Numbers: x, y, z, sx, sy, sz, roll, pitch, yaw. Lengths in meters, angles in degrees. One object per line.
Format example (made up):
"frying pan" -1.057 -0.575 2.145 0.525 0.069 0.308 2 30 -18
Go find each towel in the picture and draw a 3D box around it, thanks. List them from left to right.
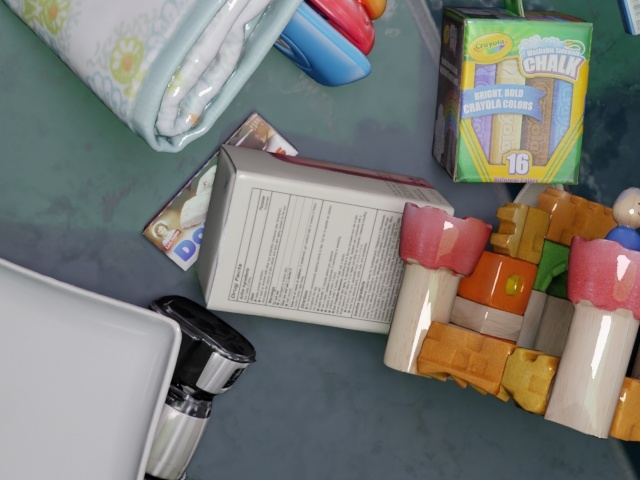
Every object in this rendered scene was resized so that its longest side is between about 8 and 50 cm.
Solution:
"towel" -0.119 -0.305 1.239 0.374 0.320 0.090 -52 140 8

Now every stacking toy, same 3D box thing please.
"stacking toy" 0.048 -0.315 1.329 0.166 0.175 0.302 40 87 -16

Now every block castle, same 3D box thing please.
"block castle" 0.307 0.075 1.284 0.453 0.303 0.212 15 89 -38

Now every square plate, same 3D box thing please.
"square plate" -0.322 0.190 1.408 0.344 0.049 0.347 19 103 19

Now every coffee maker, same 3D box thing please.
"coffee maker" -0.181 0.150 1.431 0.171 0.120 0.178 27 100 -10

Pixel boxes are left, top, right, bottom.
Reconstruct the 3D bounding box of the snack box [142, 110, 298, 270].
"snack box" -0.108 -0.053 1.435 0.064 0.022 0.178 42 97 -15

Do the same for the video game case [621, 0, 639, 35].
"video game case" 0.394 -0.299 1.419 0.166 0.015 0.119 -18 105 0

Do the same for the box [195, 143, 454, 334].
"box" 0.000 0.000 1.390 0.232 0.127 0.148 10 106 -14

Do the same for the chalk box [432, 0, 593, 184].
"chalk box" 0.196 -0.174 1.374 0.132 0.132 0.213 2 105 -5

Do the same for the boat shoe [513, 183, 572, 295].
"boat shoe" 0.246 0.041 1.474 0.079 0.084 0.233 -3 100 -40
